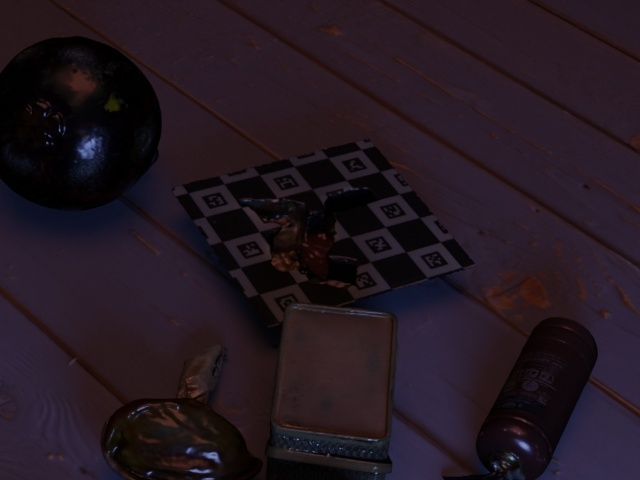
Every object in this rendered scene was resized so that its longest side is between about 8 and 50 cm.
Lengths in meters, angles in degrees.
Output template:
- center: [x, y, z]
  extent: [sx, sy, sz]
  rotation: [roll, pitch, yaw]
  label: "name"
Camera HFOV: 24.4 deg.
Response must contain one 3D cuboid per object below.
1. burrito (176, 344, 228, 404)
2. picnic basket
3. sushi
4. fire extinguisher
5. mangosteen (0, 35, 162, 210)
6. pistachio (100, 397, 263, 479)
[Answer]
- center: [-0.169, 0.192, 2.038]
  extent: [0.055, 0.041, 0.149]
  rotation: [21, 36, -3]
  label: "burrito"
- center: [0.017, 0.217, 1.954]
  extent: [0.165, 0.139, 0.266]
  rotation: [6, 39, 0]
  label: "picnic basket"
- center: [0.000, 0.000, 2.276]
  extent: [0.359, 0.064, 0.343]
  rotation: [-16, 45, -24]
  label: "sushi"
- center: [0.264, 0.245, 1.998]
  extent: [0.138, 0.102, 0.344]
  rotation: [-9, 29, 36]
  label: "fire extinguisher"
- center: [-0.378, -0.179, 2.296]
  extent: [0.288, 0.288, 0.288]
  rotation: [4, 39, -3]
  label: "mangosteen"
- center: [-0.176, 0.262, 1.886]
  extent: [0.210, 0.130, 0.165]
  rotation: [16, 37, -1]
  label: "pistachio"
